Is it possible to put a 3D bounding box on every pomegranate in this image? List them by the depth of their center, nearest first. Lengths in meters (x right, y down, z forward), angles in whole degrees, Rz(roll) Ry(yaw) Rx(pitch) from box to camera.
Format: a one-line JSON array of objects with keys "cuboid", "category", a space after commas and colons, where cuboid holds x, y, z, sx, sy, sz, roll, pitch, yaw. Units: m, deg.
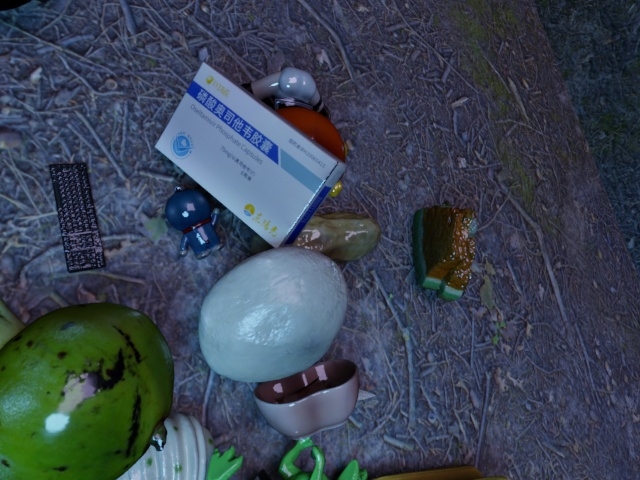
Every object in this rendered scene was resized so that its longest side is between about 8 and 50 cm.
[{"cuboid": [-0.366, 0.196, 0.587, 0.340, 0.260, 0.260, 37, 59, -9], "category": "pomegranate"}]

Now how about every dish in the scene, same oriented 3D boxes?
[{"cuboid": [-0.017, 0.305, 0.780, 0.213, 0.213, 0.091, -13, 89, -33], "category": "dish"}]

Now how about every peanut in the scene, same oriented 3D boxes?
[{"cuboid": [0.000, 0.000, 0.921, 0.313, 0.149, 0.149, -6, 77, -33], "category": "peanut"}]

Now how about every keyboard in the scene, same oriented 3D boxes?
[{"cuboid": [-0.443, -0.045, 0.751, 0.061, 0.013, 0.205, -10, 79, -32], "category": "keyboard"}]

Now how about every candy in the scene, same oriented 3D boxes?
[{"cuboid": [-0.078, 0.141, 0.754, 0.295, 0.296, 0.185, -11, 37, -33], "category": "candy"}]

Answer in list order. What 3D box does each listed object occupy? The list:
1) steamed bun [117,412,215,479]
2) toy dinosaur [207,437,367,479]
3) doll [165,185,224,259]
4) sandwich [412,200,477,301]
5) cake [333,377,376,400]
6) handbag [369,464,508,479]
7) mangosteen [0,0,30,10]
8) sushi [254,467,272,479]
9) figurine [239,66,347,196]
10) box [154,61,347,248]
[{"cuboid": [-0.251, 0.378, 0.667, 0.182, 0.106, 0.183, 11, 67, -28], "category": "steamed bun"}, {"cuboid": [-0.105, 0.543, 0.650, 0.375, 0.143, 0.500, 56, 51, -34], "category": "toy dinosaur"}, {"cuboid": [-0.253, -0.039, 0.824, 0.114, 0.085, 0.152, -31, 101, -23], "category": "doll"}, {"cuboid": [0.326, 0.011, 1.085, 0.109, 0.212, 0.292, 10, 82, -12], "category": "sandwich"}, {"cuboid": [0.062, 0.341, 0.898, 0.121, 0.052, 0.065, 24, 57, -23], "category": "cake"}, {"cuboid": [0.251, 0.644, 0.849, 0.400, 0.133, 0.283, 13, 79, -35], "category": "handbag"}, {"cuboid": [-0.591, -0.544, 0.712, 0.275, 0.275, 0.302, 42, 25, -12], "category": "mangosteen"}, {"cuboid": [-0.113, 0.556, 0.721, 0.215, 0.050, 0.192, 58, 41, -6], "category": "sushi"}, {"cuboid": [-0.056, -0.226, 0.930, 0.319, 0.196, 0.323, 1, 63, -29], "category": "figurine"}, {"cuboid": [-0.142, -0.165, 0.799, 0.343, 0.200, 0.065, 39, 14, 12], "category": "box"}]
